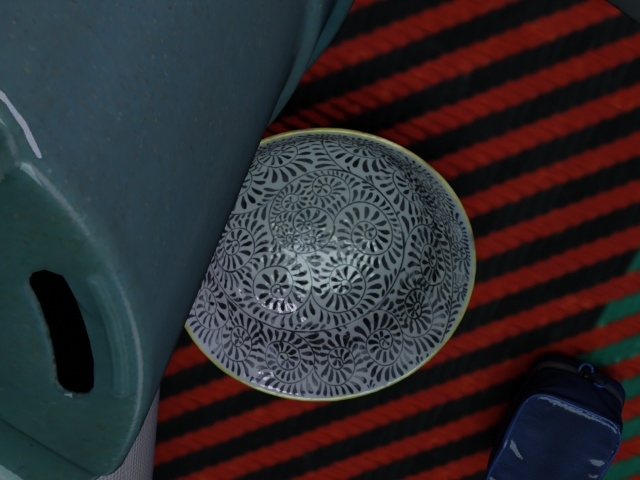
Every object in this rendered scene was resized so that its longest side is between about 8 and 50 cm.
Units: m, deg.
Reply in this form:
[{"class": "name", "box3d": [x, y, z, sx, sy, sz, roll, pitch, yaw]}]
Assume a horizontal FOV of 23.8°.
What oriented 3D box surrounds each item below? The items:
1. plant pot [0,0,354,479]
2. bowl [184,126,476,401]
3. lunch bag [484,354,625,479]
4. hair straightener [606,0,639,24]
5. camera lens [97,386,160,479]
[{"class": "plant pot", "box3d": [-0.159, -0.077, 0.632, 0.341, 0.334, 0.341, 4, 130, 5]}, {"class": "bowl", "box3d": [0.000, 0.000, 0.869, 0.170, 0.080, 0.170, -1, 116, -2]}, {"class": "lunch bag", "box3d": [0.148, 0.119, 0.947, 0.067, 0.065, 0.098, 25, 115, 2]}, {"class": "hair straightener", "box3d": [0.111, -0.169, 0.756, 0.230, 0.089, 0.047, 31, 115, -35]}, {"class": "camera lens", "box3d": [-0.202, 0.129, 0.841, 0.219, 0.219, 0.274, 5, 118, -6]}]
